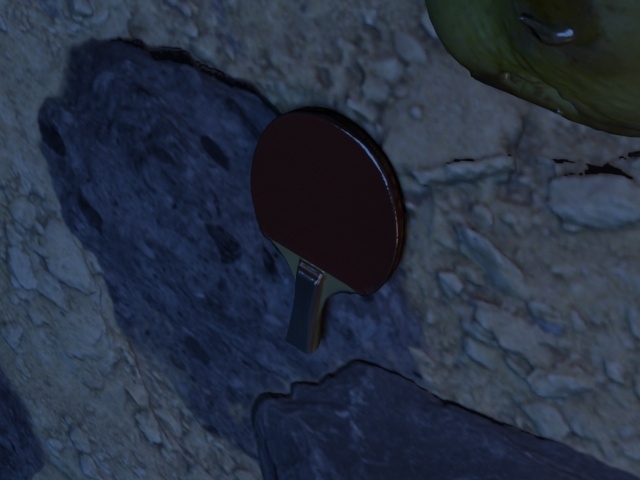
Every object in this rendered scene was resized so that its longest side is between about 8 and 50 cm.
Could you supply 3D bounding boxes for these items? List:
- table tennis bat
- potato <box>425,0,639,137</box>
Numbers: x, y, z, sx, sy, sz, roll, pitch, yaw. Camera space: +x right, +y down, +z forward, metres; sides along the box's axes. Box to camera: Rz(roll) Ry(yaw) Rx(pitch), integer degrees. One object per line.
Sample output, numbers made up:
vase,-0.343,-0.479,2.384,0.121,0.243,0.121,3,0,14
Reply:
table tennis bat,0.000,0.000,0.917,0.130,0.019,0.220,32,136,23
potato,0.180,-0.168,0.454,0.351,0.202,0.218,-25,122,34
